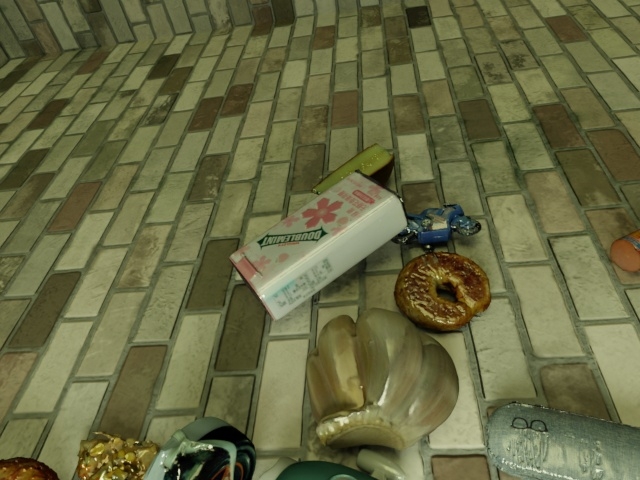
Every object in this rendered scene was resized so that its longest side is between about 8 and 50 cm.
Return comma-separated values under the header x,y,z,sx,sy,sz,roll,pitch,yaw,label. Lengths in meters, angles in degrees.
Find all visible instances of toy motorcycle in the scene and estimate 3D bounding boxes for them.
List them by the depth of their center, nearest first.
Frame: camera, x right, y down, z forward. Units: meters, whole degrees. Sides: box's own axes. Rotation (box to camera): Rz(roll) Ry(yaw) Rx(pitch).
x,y,z,sx,sy,sz,roll,pitch,yaw,label
0.255,-0.037,1.119,0.205,0.076,0.114,-6,34,9,toy motorcycle

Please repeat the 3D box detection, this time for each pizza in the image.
x,y,z,sx,sy,sz,roll,pitch,yaw,label
-0.330,0.388,0.809,0.147,0.069,0.226,-27,45,-12,pizza

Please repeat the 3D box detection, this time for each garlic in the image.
x,y,z,sx,sy,sz,roll,pitch,yaw,label
0.096,0.226,0.833,0.237,0.210,0.292,-29,27,30,garlic

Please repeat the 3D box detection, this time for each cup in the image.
x,y,z,sx,sy,sz,roll,pitch,yaw,label
-0.001,0.383,0.674,0.173,0.167,0.300,11,21,35,cup

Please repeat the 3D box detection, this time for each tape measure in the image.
x,y,z,sx,sy,sz,roll,pitch,yaw,label
-0.183,0.357,0.727,0.107,0.181,0.182,22,90,28,tape measure

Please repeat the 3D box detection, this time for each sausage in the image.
x,y,z,sx,sy,sz,roll,pitch,yaw,label
0.720,-0.017,0.988,0.274,0.074,0.074,-21,44,-10,sausage

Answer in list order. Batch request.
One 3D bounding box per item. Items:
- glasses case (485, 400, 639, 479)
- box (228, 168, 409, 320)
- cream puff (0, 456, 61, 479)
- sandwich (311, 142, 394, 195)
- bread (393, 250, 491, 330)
x,y,z,sx,sy,sz,roll,pitch,yaw,label
0.390,0.314,0.719,0.283,0.067,0.109,6,48,21,glasses case
0.000,0.000,1.071,0.370,0.112,0.190,-33,40,-12,box
-0.481,0.449,0.715,0.240,0.164,0.240,3,50,-4,cream puff
0.088,-0.147,1.254,0.258,0.096,0.094,-37,54,-25,sandwich
0.242,0.100,0.985,0.193,0.063,0.193,-4,49,4,bread
